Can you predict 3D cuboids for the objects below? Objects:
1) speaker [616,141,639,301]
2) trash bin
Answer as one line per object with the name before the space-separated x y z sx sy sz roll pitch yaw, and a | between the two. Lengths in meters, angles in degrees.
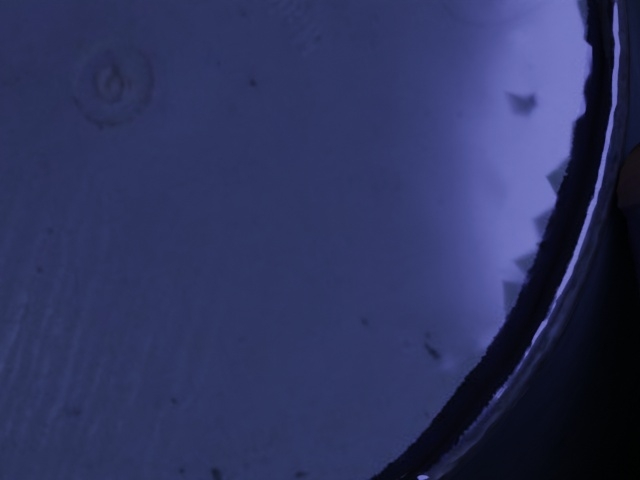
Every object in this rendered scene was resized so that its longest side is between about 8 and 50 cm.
speaker | 0.203 0.027 0.356 0.192 0.153 0.231 -6 -6 -38
trash bin | 0.000 0.000 0.643 0.280 0.280 0.432 -11 -12 11
